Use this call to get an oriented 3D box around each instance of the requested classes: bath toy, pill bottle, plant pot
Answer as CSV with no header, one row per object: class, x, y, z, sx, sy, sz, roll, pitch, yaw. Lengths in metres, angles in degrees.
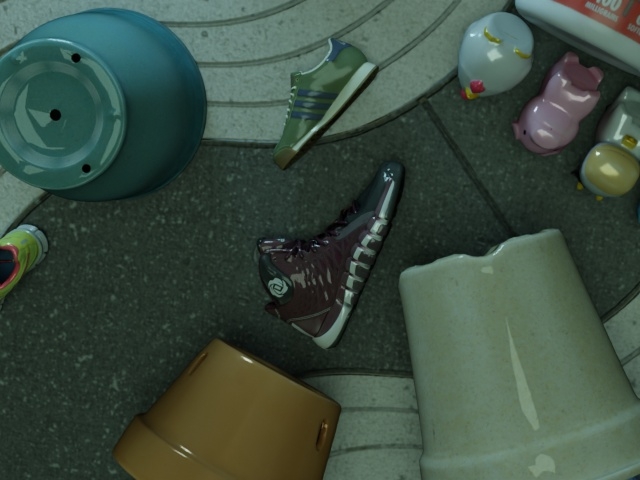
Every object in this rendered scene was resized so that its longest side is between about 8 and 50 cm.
bath toy,0.321,-0.156,1.395,0.348,0.151,0.129,34,136,0
pill bottle,0.410,-0.399,1.296,0.210,0.210,0.362,27,101,1
plant pot,0.245,0.156,1.374,0.334,0.334,0.305,-16,87,8
plant pot,-0.106,0.264,1.444,0.291,0.291,0.203,28,84,1
plant pot,-0.307,-0.172,1.385,0.272,0.255,0.271,1,99,6

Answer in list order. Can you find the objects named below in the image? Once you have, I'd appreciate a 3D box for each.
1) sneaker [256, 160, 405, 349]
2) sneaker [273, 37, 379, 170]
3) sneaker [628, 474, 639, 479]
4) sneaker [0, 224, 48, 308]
sneaker,0.000,0.000,1.461,0.163,0.106,0.281,24,102,4
sneaker,-0.014,-0.192,1.453,0.086,0.064,0.192,44,101,5
sneaker,0.290,0.384,1.427,0.323,0.236,0.130,-10,99,8
sneaker,-0.484,0.061,1.524,0.081,0.094,0.208,41,102,-4
